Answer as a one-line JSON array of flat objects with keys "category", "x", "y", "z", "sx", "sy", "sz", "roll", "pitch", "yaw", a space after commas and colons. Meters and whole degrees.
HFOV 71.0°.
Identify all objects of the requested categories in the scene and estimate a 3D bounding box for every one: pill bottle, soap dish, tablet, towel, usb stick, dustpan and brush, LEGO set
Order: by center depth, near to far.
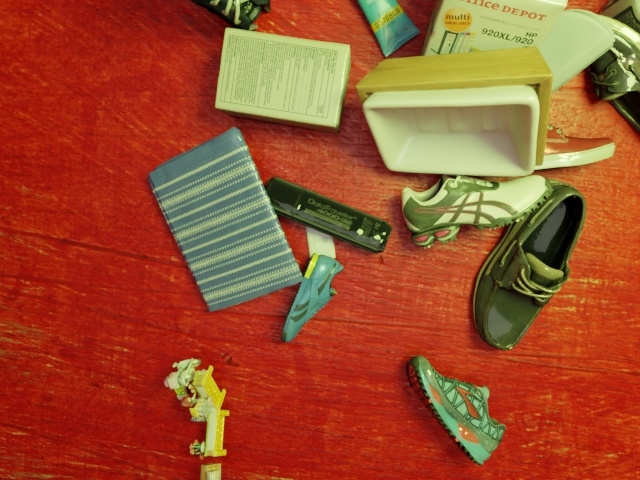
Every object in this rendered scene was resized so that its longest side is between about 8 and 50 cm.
[{"category": "pill bottle", "x": 0.576, "y": -0.407, "z": 0.773, "sx": 0.108, "sy": 0.180, "sz": 0.107, "roll": 1, "pitch": 97, "yaw": 5}, {"category": "soap dish", "x": 0.232, "y": -0.214, "z": 0.774, "sx": 0.291, "sy": 0.229, "sz": 0.118, "roll": 5, "pitch": 68, "yaw": 25}, {"category": "dustpan and brush", "x": 0.426, "y": -0.385, "z": 0.823, "sx": 0.147, "sy": 0.060, "sz": 0.211, "roll": -42, "pitch": 66, "yaw": 49}, {"category": "towel", "x": -0.199, "y": -0.035, "z": 0.927, "sx": 0.243, "sy": 0.040, "sz": 0.335, "roll": -20, "pitch": 96, "yaw": 22}, {"category": "usb stick", "x": 0.010, "y": -0.053, "z": 0.927, "sx": 0.278, "sy": 0.045, "sz": 0.077, "roll": 22, "pitch": 75, "yaw": 2}, {"category": "tablet", "x": 0.000, "y": 0.000, "z": 0.956, "sx": 0.054, "sy": 0.006, "sz": 0.083, "roll": -8, "pitch": 96, "yaw": 5}, {"category": "LEGO set", "x": -0.275, "y": 0.385, "z": 0.970, "sx": 0.107, "sy": 0.132, "sz": 0.286, "roll": -6, "pitch": 102, "yaw": 14}]

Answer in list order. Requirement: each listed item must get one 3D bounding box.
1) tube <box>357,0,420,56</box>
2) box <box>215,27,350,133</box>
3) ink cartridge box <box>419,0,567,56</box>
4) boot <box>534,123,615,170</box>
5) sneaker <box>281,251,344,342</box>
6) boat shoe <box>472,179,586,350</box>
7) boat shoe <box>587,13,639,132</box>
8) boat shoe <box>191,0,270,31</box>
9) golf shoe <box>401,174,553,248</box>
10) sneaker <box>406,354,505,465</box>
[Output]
[{"category": "tube", "x": 0.105, "y": -0.471, "z": 0.876, "sx": 0.080, "sy": 0.052, "sz": 0.207, "roll": -33, "pitch": 99, "yaw": 14}, {"category": "box", "x": -0.066, "y": -0.301, "z": 0.866, "sx": 0.233, "sy": 0.127, "sz": 0.148, "roll": 10, "pitch": 97, "yaw": 3}, {"category": "ink cartridge box", "x": 0.276, "y": -0.372, "z": 0.752, "sx": 0.171, "sy": 0.232, "sz": 0.168, "roll": 16, "pitch": 68, "yaw": 4}, {"category": "boot", "x": 0.426, "y": -0.222, "z": 0.857, "sx": 0.245, "sy": 0.088, "sz": 0.176, "roll": -4, "pitch": 95, "yaw": 9}, {"category": "sneaker", "x": -0.018, "y": 0.131, "z": 0.941, "sx": 0.082, "sy": 0.069, "sz": 0.209, "roll": 24, "pitch": 98, "yaw": -4}, {"category": "boat shoe", "x": 0.397, "y": 0.052, "z": 0.865, "sx": 0.133, "sy": 0.130, "sz": 0.355, "roll": 17, "pitch": 98, "yaw": 3}, {"category": "boat shoe", "x": 0.560, "y": -0.296, "z": 0.829, "sx": 0.285, "sy": 0.103, "sz": 0.092, "roll": 39, "pitch": 94, "yaw": -7}, {"category": "boat shoe", "x": -0.172, "y": -0.447, "z": 0.761, "sx": 0.158, "sy": 0.340, "sz": 0.127, "roll": 39, "pitch": 110, "yaw": -11}, {"category": "golf shoe", "x": 0.287, "y": -0.078, "z": 0.845, "sx": 0.273, "sy": 0.105, "sz": 0.120, "roll": -20, "pitch": 107, "yaw": 18}, {"category": "sneaker", "x": 0.285, "y": 0.329, "z": 0.939, "sx": 0.125, "sy": 0.104, "sz": 0.261, "roll": -38, "pitch": 97, "yaw": -10}]
